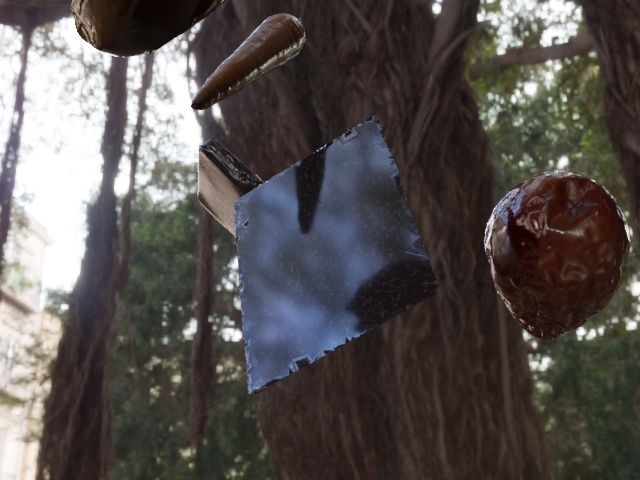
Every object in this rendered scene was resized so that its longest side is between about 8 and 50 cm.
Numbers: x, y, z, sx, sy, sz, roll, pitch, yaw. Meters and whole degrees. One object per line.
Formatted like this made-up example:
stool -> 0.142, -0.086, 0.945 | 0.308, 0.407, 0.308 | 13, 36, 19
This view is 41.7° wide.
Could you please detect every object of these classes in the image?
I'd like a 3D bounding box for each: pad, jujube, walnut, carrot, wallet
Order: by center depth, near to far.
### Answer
walnut -> -0.167, -0.268, 0.854 | 0.137, 0.137, 0.245 | 18, -36, -38
pad -> 0.000, 0.000, 0.919 | 0.220, 0.330, 0.004 | -30, -53, 15
jujube -> 0.276, 0.026, 1.003 | 0.168, 0.168, 0.236 | -3, -37, 4
carrot -> -0.093, -0.249, 1.146 | 0.069, 0.336, 0.069 | 11, -58, 18
wallet -> -0.159, -0.084, 1.478 | 0.149, 0.044, 0.250 | 42, -21, 9
